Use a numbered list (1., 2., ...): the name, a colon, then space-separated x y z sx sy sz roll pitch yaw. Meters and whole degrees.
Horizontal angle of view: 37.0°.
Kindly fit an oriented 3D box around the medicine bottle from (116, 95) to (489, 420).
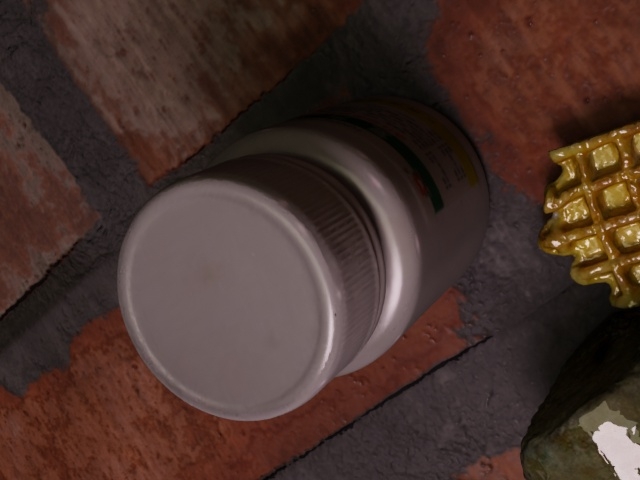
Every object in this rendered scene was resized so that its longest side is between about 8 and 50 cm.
1. medicine bottle: 0.000 0.000 0.793 0.208 0.339 0.208 7 107 23

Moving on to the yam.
1. yam: 0.312 0.210 0.796 0.300 0.195 0.195 47 118 6

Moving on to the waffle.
1. waffle: 0.286 -0.026 0.811 0.211 0.055 0.160 -20 94 28
